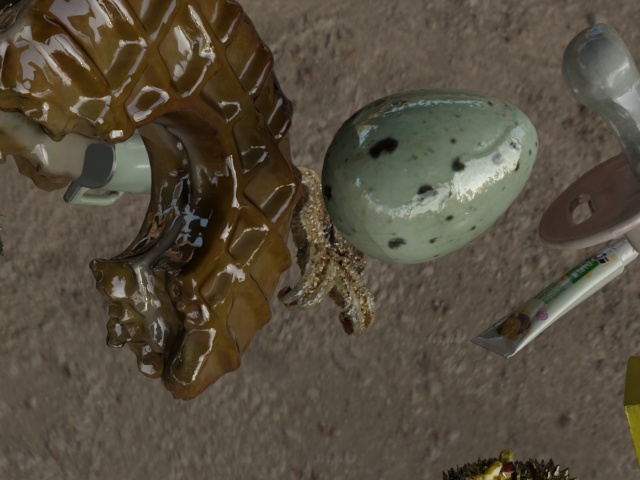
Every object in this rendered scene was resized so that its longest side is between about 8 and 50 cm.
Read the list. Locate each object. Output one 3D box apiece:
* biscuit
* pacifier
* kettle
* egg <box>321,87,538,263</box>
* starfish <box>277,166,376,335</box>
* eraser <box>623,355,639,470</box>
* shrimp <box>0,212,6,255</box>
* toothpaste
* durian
[{"bbox_3d":[-0.123,-0.065,0.777,0.115,0.366,0.268,9,52,32],"label":"biscuit"},{"bbox_3d":[0.379,-0.106,1.101,0.332,0.273,0.220,-32,48,19],"label":"pacifier"},{"bbox_3d":[-0.317,-0.117,1.524,0.126,0.148,0.098,-18,84,28],"label":"kettle"},{"bbox_3d":[0.081,-0.052,0.730,0.164,0.131,0.131,-19,67,5],"label":"egg"},{"bbox_3d":[-0.004,-0.001,1.503,0.113,0.312,0.303,-23,53,13],"label":"starfish"},{"bbox_3d":[0.388,0.209,1.138,0.045,0.122,0.097,-8,26,27],"label":"eraser"},{"bbox_3d":[-0.582,-0.124,1.705,0.169,0.058,0.296,-24,105,1],"label":"shrimp"},{"bbox_3d":[0.368,0.085,1.492,0.314,0.058,0.056,-31,76,-23],"label":"toothpaste"},{"bbox_3d":[0.247,0.411,1.325,0.258,0.293,0.258,-3,67,8],"label":"durian"}]
